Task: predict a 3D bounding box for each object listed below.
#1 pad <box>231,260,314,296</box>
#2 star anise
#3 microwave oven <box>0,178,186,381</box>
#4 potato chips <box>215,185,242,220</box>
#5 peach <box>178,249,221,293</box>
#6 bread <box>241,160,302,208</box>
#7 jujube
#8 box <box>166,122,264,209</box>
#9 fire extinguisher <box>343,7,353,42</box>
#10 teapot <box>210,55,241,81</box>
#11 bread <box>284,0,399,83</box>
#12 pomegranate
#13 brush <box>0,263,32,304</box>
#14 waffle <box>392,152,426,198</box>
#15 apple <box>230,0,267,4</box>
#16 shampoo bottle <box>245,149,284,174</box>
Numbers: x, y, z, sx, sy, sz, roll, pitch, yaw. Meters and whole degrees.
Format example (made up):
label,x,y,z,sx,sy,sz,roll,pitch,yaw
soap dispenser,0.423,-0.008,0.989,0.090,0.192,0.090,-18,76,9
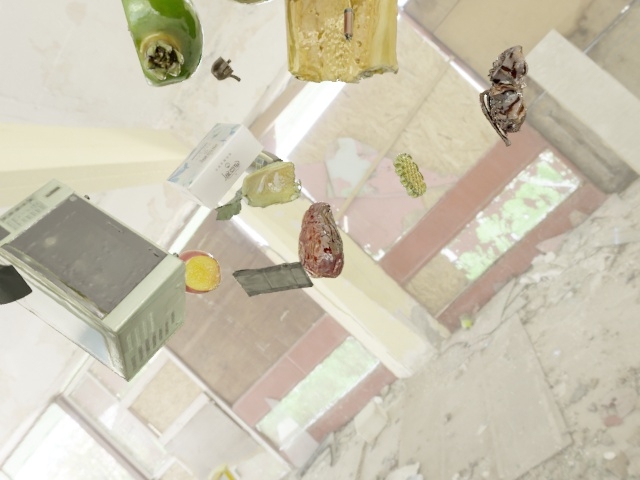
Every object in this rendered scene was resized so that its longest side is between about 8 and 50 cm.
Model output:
label,x,y,z,sx,sy,sz,roll,pitch,yaw
pad,-0.152,0.125,1.407,0.233,0.022,0.174,-10,-35,10
star anise,0.492,-0.396,1.164,0.190,0.125,0.220,62,-141,-59
microwave oven,-0.545,0.089,1.062,0.247,0.394,0.333,-52,-11,-39
potato chips,-0.322,-0.132,1.594,0.167,0.059,0.228,-55,5,-19
peach,-0.503,0.133,1.767,0.190,0.192,0.190,13,-90,-68
bread,-0.128,-0.127,1.019,0.110,0.103,0.156,-22,9,-34
jujube,0.000,0.000,1.901,0.216,0.216,0.342,131,139,-67
box,-0.347,-0.250,1.418,0.203,0.116,0.274,23,71,50
fire extinguisher,0.059,-0.463,0.936,0.028,0.022,0.083,37,-128,-62
teapot,-0.321,-0.576,1.497,0.080,0.085,0.110,-41,-40,9
bread,0.071,-0.711,1.353,0.250,0.360,0.394,-71,-19,-60
pomegranate,-0.448,-0.603,1.287,0.216,0.359,0.310,-17,-40,-18
brush,-0.596,0.050,0.785,0.063,0.016,0.193,-26,-36,-24
waffle,0.315,-0.230,1.528,0.036,0.169,0.183,-26,2,33
apple,-0.180,-0.830,1.021,0.473,0.473,0.473,-47,-1,-1
shampoo bottle,-0.293,-0.352,1.948,0.084,0.350,0.126,-15,-61,-39
